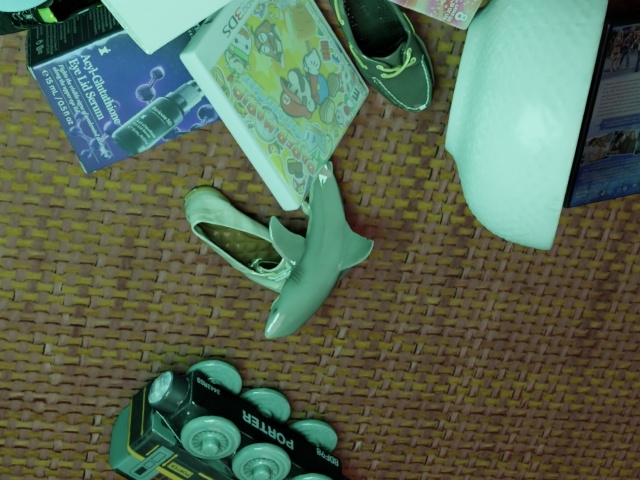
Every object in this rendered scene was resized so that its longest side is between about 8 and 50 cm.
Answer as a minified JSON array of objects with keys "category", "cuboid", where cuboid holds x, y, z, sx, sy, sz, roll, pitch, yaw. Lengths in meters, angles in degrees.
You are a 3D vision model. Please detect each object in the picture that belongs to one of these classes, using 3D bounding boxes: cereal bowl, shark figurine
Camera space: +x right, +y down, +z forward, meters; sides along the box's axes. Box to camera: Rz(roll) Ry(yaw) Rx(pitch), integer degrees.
[{"category":"cereal bowl","cuboid":[0.222,-0.165,1.817,0.141,0.339,0.339,12,122,5]},{"category":"shark figurine","cuboid":[0.012,-0.025,1.976,0.166,0.116,0.278,-9,103,-44]}]

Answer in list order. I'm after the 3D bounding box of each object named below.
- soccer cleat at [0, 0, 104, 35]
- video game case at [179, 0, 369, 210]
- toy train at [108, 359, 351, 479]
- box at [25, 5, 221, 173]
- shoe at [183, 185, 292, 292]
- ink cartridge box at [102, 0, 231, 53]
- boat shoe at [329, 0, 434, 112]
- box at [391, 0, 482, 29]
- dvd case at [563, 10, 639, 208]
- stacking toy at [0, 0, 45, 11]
[{"category":"soccer cleat","cuboid":[-0.303,-0.258,1.783,0.179,0.072,0.060,-16,125,20]},{"category":"video game case","cuboid":[-0.044,-0.184,1.826,0.026,0.206,0.227,-5,131,39]},{"category":"toy train","cuboid":[-0.116,0.286,2.160,0.334,0.142,0.190,34,123,-30]},{"category":"box","cuboid":[-0.202,-0.194,1.837,0.207,0.108,0.153,-23,123,5]},{"category":"shoe","cuboid":[-0.082,0.015,2.026,0.219,0.058,0.076,35,111,-28]},{"category":"ink cartridge box","cuboid":[-0.148,-0.308,1.704,0.160,0.219,0.092,-32,123,11]},{"category":"boat shoe","cuboid":[0.070,-0.228,1.889,0.081,0.069,0.228,-29,123,9]},{"category":"box","cuboid":[0.148,-0.400,1.743,0.142,0.154,0.300,19,116,-20]},{"category":"dvd case","cuboid":[0.383,-0.163,1.983,0.180,0.022,0.253,-11,127,-29]},{"category":"stacking toy","cuboid":[-0.312,-0.377,1.599,0.279,0.130,0.309,12,113,-49]}]
